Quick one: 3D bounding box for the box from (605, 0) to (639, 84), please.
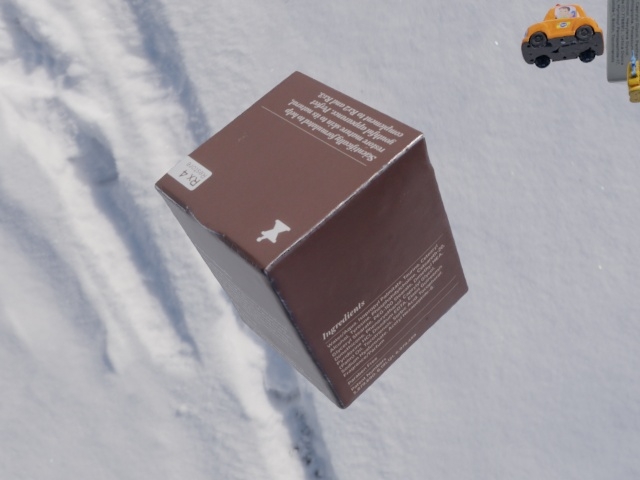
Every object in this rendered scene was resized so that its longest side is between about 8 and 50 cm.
[{"bbox_3d":[0.355,-0.179,0.586,0.275,0.094,0.113,7,99,50],"label":"box"}]

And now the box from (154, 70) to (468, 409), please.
[{"bbox_3d":[0.000,0.000,0.698,0.167,0.168,0.203,-40,137,-15],"label":"box"}]

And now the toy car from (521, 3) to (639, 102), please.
[{"bbox_3d":[0.198,-0.140,0.605,0.060,0.040,0.122,-10,158,37],"label":"toy car"}]
